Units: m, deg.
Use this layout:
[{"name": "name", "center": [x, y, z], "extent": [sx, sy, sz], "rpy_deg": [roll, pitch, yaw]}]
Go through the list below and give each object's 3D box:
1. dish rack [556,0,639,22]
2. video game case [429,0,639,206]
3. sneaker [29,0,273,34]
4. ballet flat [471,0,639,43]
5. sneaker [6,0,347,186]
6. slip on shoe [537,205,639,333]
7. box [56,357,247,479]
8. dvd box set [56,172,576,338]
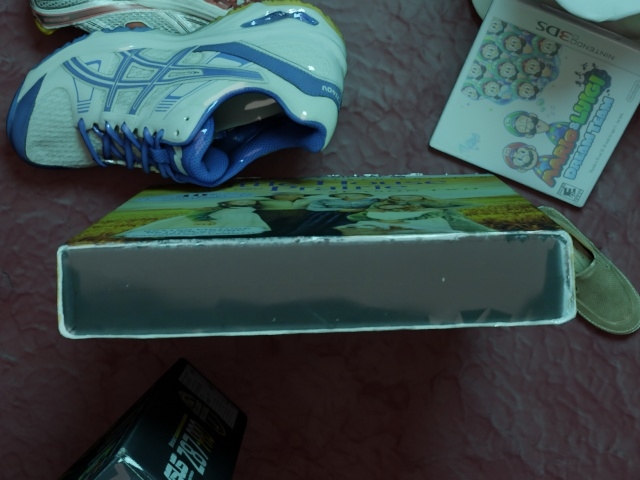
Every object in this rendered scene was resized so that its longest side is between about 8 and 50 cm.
[{"name": "dish rack", "center": [0.238, -0.343, 1.076], "extent": [0.285, 0.072, 0.333], "rpy_deg": [-18, 99, -19]}, {"name": "video game case", "center": [0.183, -0.115, 1.207], "extent": [0.143, 0.019, 0.157], "rpy_deg": [22, 127, 0]}, {"name": "sneaker", "center": [-0.134, -0.192, 1.227], "extent": [0.225, 0.088, 0.092], "rpy_deg": [15, 122, -5]}, {"name": "ballet flat", "center": [0.325, -0.203, 1.185], "extent": [0.400, 0.139, 0.139], "rpy_deg": [9, 93, 1]}, {"name": "sneaker", "center": [-0.124, -0.101, 1.167], "extent": [0.296, 0.112, 0.131], "rpy_deg": [-15, 48, 17]}, {"name": "slip on shoe", "center": [0.224, 0.027, 1.242], "extent": [0.051, 0.041, 0.135], "rpy_deg": [-38, 92, 2]}, {"name": "box", "center": [-0.198, 0.252, 1.085], "extent": [0.097, 0.395, 0.318], "rpy_deg": [43, 94, -3]}, {"name": "dvd box set", "center": [0.000, 0.000, 1.055], "extent": [0.308, 0.420, 0.062], "rpy_deg": [-1, 97, 2]}]
